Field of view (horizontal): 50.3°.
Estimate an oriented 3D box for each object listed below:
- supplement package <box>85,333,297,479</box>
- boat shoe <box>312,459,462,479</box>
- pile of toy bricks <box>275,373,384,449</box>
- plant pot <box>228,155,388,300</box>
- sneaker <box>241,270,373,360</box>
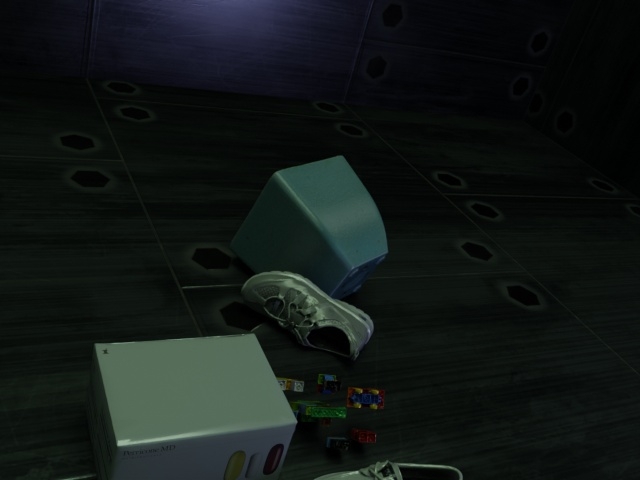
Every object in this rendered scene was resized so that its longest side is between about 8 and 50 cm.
[{"bbox_3d":[-0.201,0.265,1.030,0.261,0.145,0.204,0,33,-28],"label":"supplement package"},{"bbox_3d":[0.099,0.379,1.056,0.257,0.084,0.095,4,32,-23],"label":"boat shoe"},{"bbox_3d":[-0.006,0.286,1.159,0.212,0.118,0.105,10,-9,-22],"label":"pile of toy bricks"},{"bbox_3d":[0.000,0.000,1.515,0.252,0.248,0.247,49,38,16],"label":"plant pot"},{"bbox_3d":[-0.031,0.149,1.363,0.281,0.105,0.115,20,29,4],"label":"sneaker"}]
